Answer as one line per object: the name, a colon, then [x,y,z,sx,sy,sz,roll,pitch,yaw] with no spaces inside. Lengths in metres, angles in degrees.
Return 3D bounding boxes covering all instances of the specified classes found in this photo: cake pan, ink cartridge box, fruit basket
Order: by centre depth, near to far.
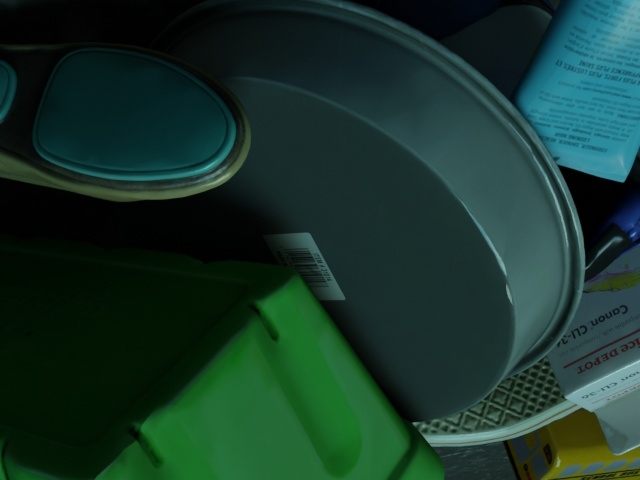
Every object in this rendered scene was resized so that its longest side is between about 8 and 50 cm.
cake pan: [0.000,0.000,0.566,0.293,0.054,0.293,20,138,18]
fruit basket: [-0.132,0.205,0.603,0.283,0.392,0.392,-45,171,-42]
ink cartridge box: [0.237,0.059,0.796,0.115,0.198,0.067,-32,145,23]

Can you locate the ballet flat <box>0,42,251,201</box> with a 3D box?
ballet flat: [-0.137,-0.062,0.505,0.232,0.080,0.073,13,163,15]

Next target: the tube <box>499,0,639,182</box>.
tube: [0.145,-0.113,0.445,0.080,0.052,0.207,15,129,-4]

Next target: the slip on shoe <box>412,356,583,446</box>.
slip on shoe: [0.199,0.141,0.989,0.331,0.123,0.101,-12,152,-17]

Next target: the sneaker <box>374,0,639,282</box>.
sneaker: [0.147,-0.033,0.630,0.127,0.182,0.315,-27,146,19]

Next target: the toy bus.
toy bus: [0.388,0.242,1.233,0.333,0.108,0.130,-1,143,-23]
